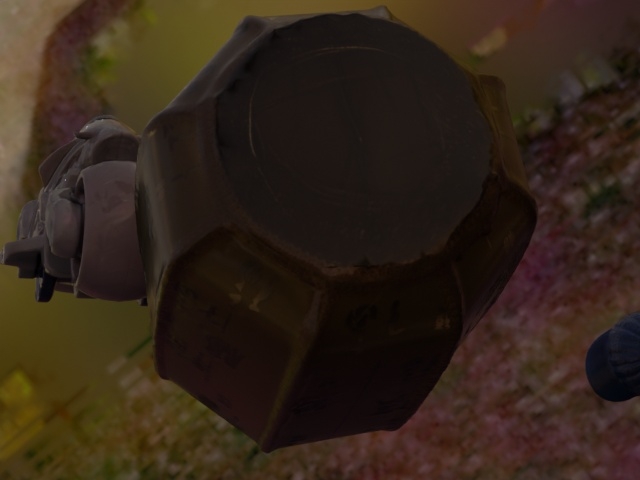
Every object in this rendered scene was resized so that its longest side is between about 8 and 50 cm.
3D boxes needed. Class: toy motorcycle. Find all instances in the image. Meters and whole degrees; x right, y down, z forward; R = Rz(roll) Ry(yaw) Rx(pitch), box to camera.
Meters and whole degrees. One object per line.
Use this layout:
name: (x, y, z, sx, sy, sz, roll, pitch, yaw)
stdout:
toy motorcycle: (-0.128, -0.017, 0.739, 0.112, 0.112, 0.254, -41, 12, -14)

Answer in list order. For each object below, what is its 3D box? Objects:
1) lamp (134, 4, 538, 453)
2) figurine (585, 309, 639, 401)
lamp: (0.000, 0.000, 0.537, 0.161, 0.161, 0.185, -42, -12, -20)
figurine: (0.272, 0.094, 1.056, 0.079, 0.077, 0.136, 8, 2, 29)
